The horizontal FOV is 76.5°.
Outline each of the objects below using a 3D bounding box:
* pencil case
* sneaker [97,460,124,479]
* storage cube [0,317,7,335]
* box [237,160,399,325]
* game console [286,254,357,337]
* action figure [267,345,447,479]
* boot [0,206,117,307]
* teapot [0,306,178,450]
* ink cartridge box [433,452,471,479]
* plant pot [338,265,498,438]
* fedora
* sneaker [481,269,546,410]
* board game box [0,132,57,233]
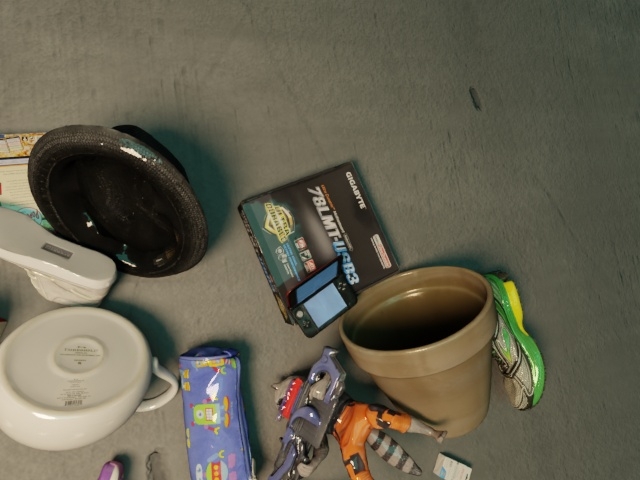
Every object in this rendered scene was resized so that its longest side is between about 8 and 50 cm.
[{"bbox_3d":[-0.197,0.360,0.789,0.133,0.119,0.307,-9,84,10],"label":"pencil case"},{"bbox_3d":[-0.431,0.507,0.708,0.104,0.095,0.237,22,76,-6],"label":"sneaker"},{"bbox_3d":[-0.662,0.191,0.625,0.193,0.183,0.215,20,75,-16],"label":"storage cube"},{"bbox_3d":[0.000,0.000,0.941,0.293,0.073,0.296,-23,90,-19],"label":"box"},{"bbox_3d":[0.009,0.119,0.845,0.144,0.085,0.124,-34,95,-19],"label":"game console"},{"bbox_3d":[0.026,0.400,0.801,0.330,0.178,0.342,30,91,26],"label":"action figure"},{"bbox_3d":[-0.507,0.044,0.722,0.258,0.123,0.095,31,33,-16],"label":"boot"},{"bbox_3d":[-0.420,0.253,0.701,0.255,0.187,0.252,33,31,8],"label":"teapot"},{"bbox_3d":[0.321,0.558,0.984,0.083,0.028,0.048,29,74,-12],"label":"ink cartridge box"},{"bbox_3d":[0.238,0.251,0.879,0.323,0.323,0.281,-29,107,-20],"label":"plant pot"},{"bbox_3d":[-0.342,-0.086,0.750,0.333,0.334,0.153,22,42,-14],"label":"fedora"},{"bbox_3d":[0.448,0.259,1.035,0.146,0.134,0.344,-14,77,-13],"label":"sneaker"},{"bbox_3d":[-0.562,-0.102,0.766,0.146,0.045,0.194,-11,85,-29],"label":"board game box"}]
